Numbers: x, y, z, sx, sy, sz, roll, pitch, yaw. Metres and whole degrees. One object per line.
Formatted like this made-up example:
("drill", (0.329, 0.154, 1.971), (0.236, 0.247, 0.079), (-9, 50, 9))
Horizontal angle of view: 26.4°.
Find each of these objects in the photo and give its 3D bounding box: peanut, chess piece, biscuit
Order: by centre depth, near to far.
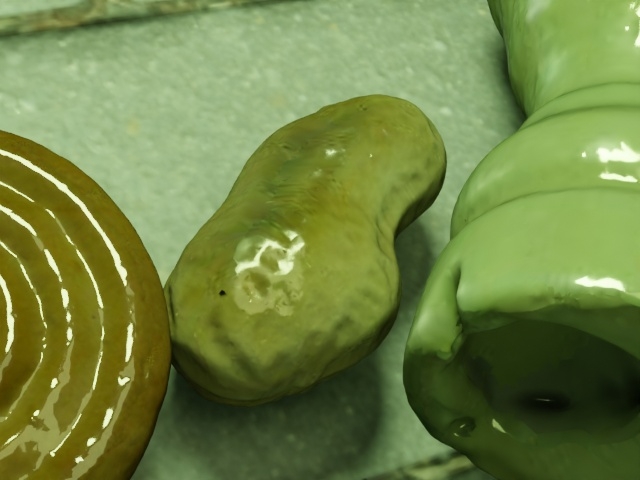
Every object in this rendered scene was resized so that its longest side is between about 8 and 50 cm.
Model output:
("biscuit", (-0.202, 0.049, 0.654), (0.262, 0.037, 0.262), (4, 64, -7))
("peanut", (0.000, 0.000, 0.766), (0.236, 0.120, 0.110), (-50, 131, -38))
("chess piece", (0.186, -0.072, 0.788), (0.234, 0.234, 0.442), (28, 48, -8))
